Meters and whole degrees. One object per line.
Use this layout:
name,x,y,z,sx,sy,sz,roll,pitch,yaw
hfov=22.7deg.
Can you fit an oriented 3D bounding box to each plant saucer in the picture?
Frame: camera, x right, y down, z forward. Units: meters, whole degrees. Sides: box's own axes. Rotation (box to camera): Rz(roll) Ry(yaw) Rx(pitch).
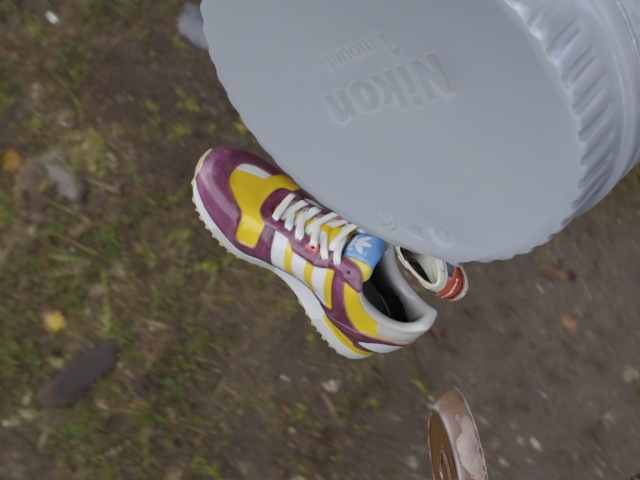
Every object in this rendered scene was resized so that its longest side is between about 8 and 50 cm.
plant saucer,0.139,0.235,1.637,0.029,0.168,0.169,-9,70,-7

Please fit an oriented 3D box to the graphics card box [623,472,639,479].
graphics card box,0.268,0.280,1.371,0.370,0.233,0.094,-24,93,-1

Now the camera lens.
camera lens,0.100,-0.151,0.764,0.219,0.219,0.274,25,54,23

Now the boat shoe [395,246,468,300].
boat shoe,0.096,0.007,1.572,0.049,0.043,0.137,-51,47,19

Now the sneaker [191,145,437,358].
sneaker,0.000,0.000,1.045,0.084,0.185,0.070,-22,30,51
